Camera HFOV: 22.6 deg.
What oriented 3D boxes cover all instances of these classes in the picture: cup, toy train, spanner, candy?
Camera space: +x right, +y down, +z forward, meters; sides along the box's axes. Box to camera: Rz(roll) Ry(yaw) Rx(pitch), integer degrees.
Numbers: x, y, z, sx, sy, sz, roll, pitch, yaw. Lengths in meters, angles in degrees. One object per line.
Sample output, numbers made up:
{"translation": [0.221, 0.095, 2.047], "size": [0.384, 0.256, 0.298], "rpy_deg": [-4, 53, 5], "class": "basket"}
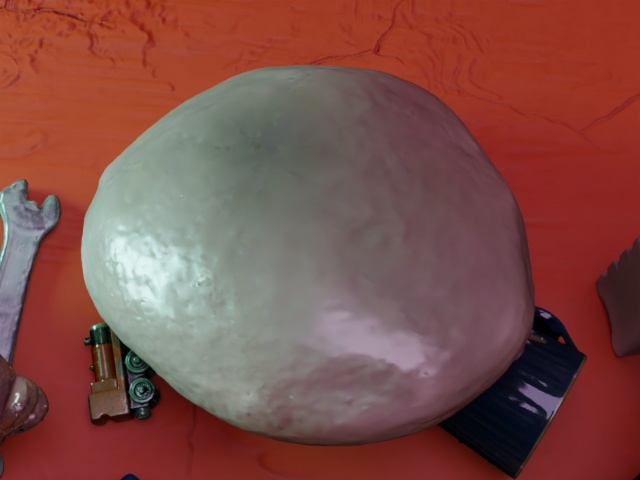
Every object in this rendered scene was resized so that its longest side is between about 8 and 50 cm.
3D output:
{"translation": [0.154, 0.112, 1.484], "size": [0.155, 0.131, 0.176], "rpy_deg": [30, 42, 7], "class": "cup"}
{"translation": [-0.185, 0.117, 1.477], "size": [0.064, 0.044, 0.103], "rpy_deg": [-10, 74, 1], "class": "toy train"}
{"translation": [-0.297, 0.086, 1.485], "size": [0.071, 0.017, 0.302], "rpy_deg": [13, 71, -3], "class": "spanner"}
{"translation": [0.000, 0.000, 1.395], "size": [0.386, 0.186, 0.427], "rpy_deg": [-27, 50, -18], "class": "candy"}

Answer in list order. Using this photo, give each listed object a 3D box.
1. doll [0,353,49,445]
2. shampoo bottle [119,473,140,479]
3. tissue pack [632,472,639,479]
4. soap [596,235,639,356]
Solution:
{"translation": [-0.389, 0.081, 1.401], "size": [0.201, 0.156, 0.303], "rpy_deg": [-33, 69, -7], "class": "doll"}
{"translation": [-0.129, 0.296, 1.419], "size": [0.183, 0.050, 0.087], "rpy_deg": [39, 77, 6], "class": "shampoo bottle"}
{"translation": [0.256, 0.358, 1.364], "size": [0.370, 0.210, 0.198], "rpy_deg": [-41, 83, -16], "class": "tissue pack"}
{"translation": [0.413, 0.034, 1.511], "size": [0.265, 0.160, 0.087], "rpy_deg": [-10, 75, -10], "class": "soap"}
